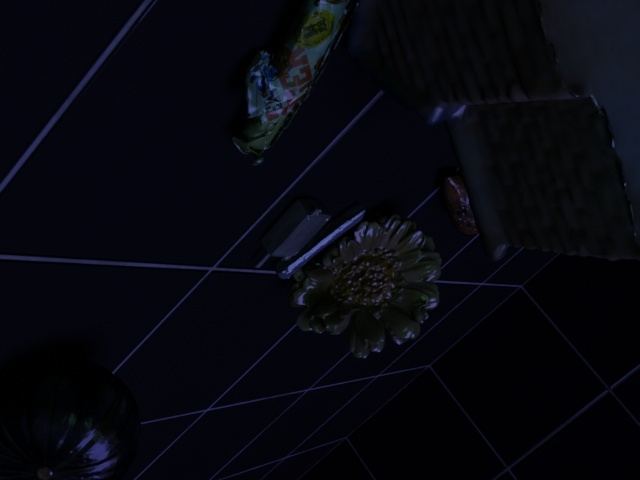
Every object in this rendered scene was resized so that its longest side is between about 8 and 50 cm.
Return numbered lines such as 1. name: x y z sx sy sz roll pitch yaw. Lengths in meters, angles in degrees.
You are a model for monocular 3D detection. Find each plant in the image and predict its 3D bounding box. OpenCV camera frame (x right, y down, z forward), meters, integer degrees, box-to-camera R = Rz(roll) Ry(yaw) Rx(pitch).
1. plant: 0.094 0.055 1.604 0.305 0.297 0.261 10 116 -5

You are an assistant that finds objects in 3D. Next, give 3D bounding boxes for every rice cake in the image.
1. rice cake: 0.000 0.000 1.482 0.207 0.033 0.033 -38 149 -2

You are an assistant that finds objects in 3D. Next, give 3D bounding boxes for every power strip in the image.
1. power strip: -0.057 -0.007 1.367 0.175 0.042 0.075 -46 157 24

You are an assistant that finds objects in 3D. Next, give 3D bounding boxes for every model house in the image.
1. model house: 0.293 -0.229 1.006 0.395 0.446 0.400 -31 -163 -28

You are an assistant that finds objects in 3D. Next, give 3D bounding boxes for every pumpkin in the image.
1. pumpkin: -0.408 0.294 1.246 0.249 0.216 0.250 -10 123 -16

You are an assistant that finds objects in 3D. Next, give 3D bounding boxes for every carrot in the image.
1. carrot: 0.300 -0.090 1.703 0.102 0.102 0.263 -39 153 5

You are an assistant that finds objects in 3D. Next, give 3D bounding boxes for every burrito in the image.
1. burrito: -0.047 -0.204 0.965 0.104 0.054 0.288 -16 150 -43
